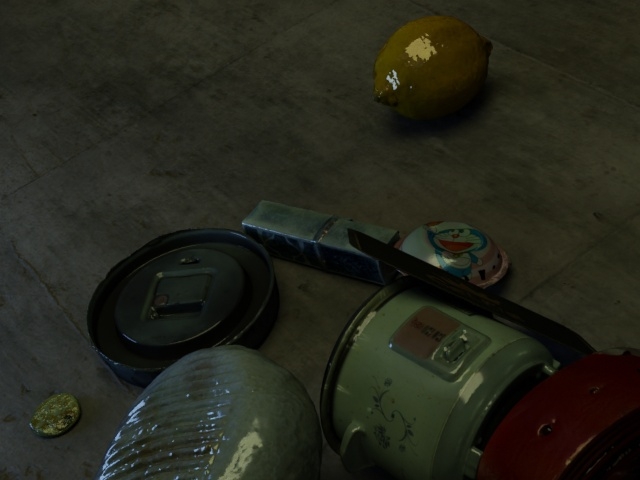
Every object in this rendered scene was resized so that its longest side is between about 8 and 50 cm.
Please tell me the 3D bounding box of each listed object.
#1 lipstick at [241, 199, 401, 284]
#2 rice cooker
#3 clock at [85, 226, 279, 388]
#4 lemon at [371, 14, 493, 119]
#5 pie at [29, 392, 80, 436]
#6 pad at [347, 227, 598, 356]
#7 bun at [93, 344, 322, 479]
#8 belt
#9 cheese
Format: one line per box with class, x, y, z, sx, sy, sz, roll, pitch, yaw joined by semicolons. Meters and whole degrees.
lipstick;0.000;0.000;1.878;0.289;0.077;0.076;15;51;35
rice cooker;0.145;0.194;1.466;0.316;0.264;0.317;-10;46;10
clock;-0.225;0.108;1.851;0.325;0.067;0.325;-10;41;9
lemon;0.203;-0.318;2.073;0.256;0.188;0.188;-24;40;-15
pie;-0.420;0.277;1.775;0.085;0.017;0.085;-10;42;9
pad;0.218;0.051;1.487;0.375;0.063;0.315;24;8;-4
bun;-0.143;0.313;1.453;0.362;0.211;0.362;-29;33;21
belt;0.343;0.253;1.355;0.323;0.227;0.115;-18;37;-29
cheese;0.201;0.047;1.720;0.188;0.074;0.286;2;32;4
